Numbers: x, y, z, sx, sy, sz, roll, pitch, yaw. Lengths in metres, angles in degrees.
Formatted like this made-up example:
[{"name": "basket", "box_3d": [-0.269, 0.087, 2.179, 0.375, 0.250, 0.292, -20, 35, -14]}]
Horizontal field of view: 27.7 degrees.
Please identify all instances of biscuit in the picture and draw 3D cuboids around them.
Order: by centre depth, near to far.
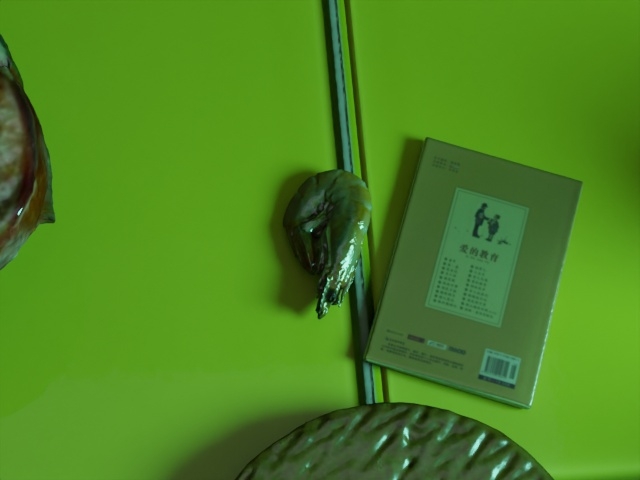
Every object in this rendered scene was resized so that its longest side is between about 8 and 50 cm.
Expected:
[{"name": "biscuit", "box_3d": [0.046, 0.228, 0.799, 0.262, 0.037, 0.262, 2, 70, -5]}]

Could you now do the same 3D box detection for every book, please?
[{"name": "book", "box_3d": [0.107, 0.020, 0.894, 0.118, 0.012, 0.172, 17, 70, 1]}]

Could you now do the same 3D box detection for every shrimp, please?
[{"name": "shrimp", "box_3d": [0.000, 0.000, 0.888, 0.059, 0.023, 0.108, 13, 69, 10]}]

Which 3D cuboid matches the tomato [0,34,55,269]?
[{"name": "tomato", "box_3d": [-0.312, -0.052, 0.797, 0.309, 0.170, 0.309, 0, 69, -1]}]
